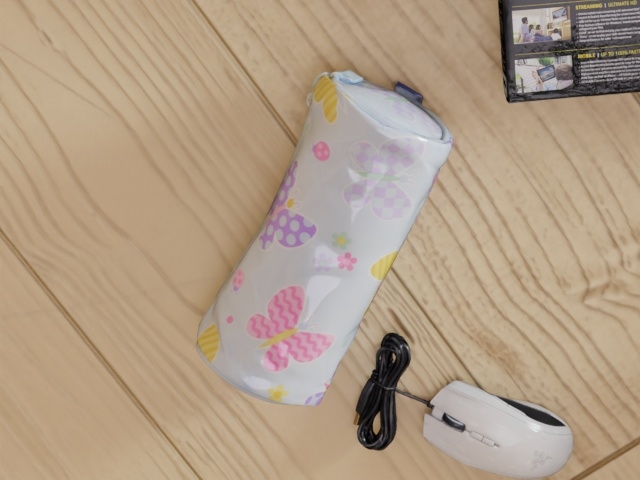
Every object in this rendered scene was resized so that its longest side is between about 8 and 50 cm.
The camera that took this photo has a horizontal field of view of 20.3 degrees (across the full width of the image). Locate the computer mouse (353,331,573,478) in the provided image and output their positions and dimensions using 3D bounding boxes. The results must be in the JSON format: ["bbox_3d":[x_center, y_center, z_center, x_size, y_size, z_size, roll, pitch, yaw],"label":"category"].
[{"bbox_3d":[0.127,0.156,1.527,0.193,0.042,0.106,19,107,-5],"label":"computer mouse"}]

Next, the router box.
[{"bbox_3d":[0.229,-0.182,1.396,0.179,0.046,0.133,-4,108,3],"label":"router box"}]

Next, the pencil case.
[{"bbox_3d":[0.000,0.000,1.443,0.124,0.113,0.273,27,107,3],"label":"pencil case"}]
